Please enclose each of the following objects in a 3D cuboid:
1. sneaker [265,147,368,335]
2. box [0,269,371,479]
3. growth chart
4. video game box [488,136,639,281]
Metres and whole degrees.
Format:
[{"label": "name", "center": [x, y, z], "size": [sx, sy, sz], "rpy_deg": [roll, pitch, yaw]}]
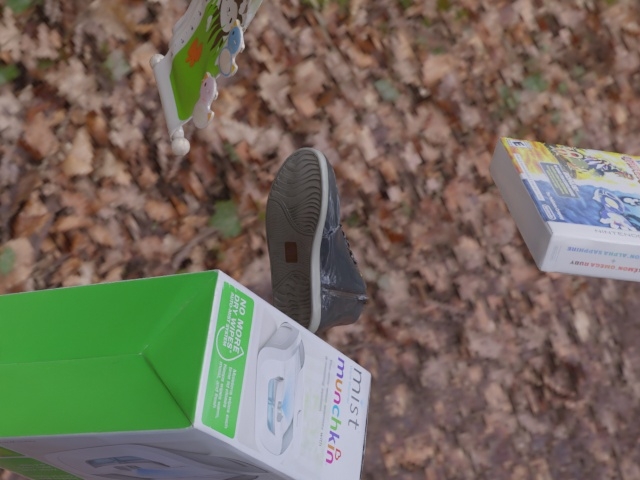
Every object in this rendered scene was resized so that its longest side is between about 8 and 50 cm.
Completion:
[{"label": "sneaker", "center": [0.000, 0.000, 1.518], "size": [0.118, 0.083, 0.222], "rpy_deg": [-7, 102, -54]}, {"label": "box", "center": [-0.130, 0.129, 1.025], "size": [0.231, 0.262, 0.126], "rpy_deg": [40, 51, -50]}, {"label": "growth chart", "center": [-0.087, -0.202, 1.091], "size": [0.021, 0.237, 0.172], "rpy_deg": [16, 24, -28]}, {"label": "video game box", "center": [0.282, -0.029, 1.270], "size": [0.187, 0.048, 0.205], "rpy_deg": [9, 29, -14]}]
